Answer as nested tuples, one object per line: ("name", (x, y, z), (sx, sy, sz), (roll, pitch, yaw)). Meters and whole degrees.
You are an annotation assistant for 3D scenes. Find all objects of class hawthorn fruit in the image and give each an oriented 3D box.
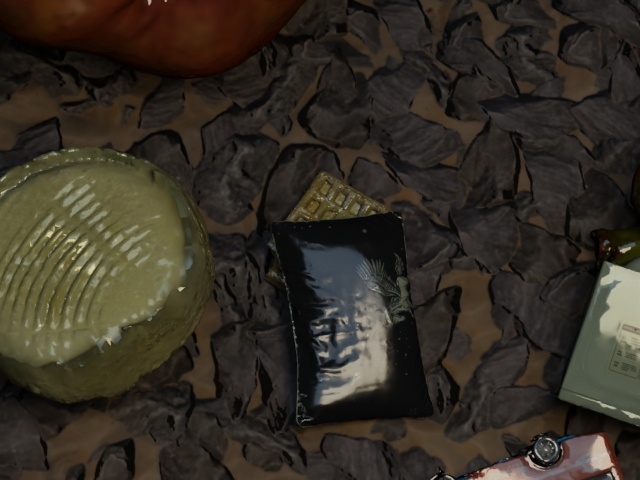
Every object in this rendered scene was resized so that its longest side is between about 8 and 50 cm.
("hawthorn fruit", (-0.198, -0.389, 1.825), (0.472, 0.472, 0.471), (0, 66, 0))

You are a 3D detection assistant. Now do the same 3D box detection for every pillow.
("pillow", (0.032, 0.076, 1.790), (0.141, 0.055, 0.208), (-4, 77, -13))

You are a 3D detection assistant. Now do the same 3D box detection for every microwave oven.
("microwave oven", (0.344, 0.115, 1.733), (0.208, 0.122, 0.162), (19, 90, 7))

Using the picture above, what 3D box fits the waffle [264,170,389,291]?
("waffle", (0.000, 0.000, 1.853), (0.092, 0.021, 0.135), (32, 69, 11))

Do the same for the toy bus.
("toy bus", (0.170, 0.247, 1.719), (0.235, 0.073, 0.096), (-20, 75, -10))

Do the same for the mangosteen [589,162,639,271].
("mangosteen", (0.397, -0.048, 1.798), (0.289, 0.231, 0.231), (-25, 62, 31))

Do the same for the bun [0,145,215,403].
("bun", (-0.224, 0.037, 1.763), (0.259, 0.152, 0.259), (-5, 60, 9))
